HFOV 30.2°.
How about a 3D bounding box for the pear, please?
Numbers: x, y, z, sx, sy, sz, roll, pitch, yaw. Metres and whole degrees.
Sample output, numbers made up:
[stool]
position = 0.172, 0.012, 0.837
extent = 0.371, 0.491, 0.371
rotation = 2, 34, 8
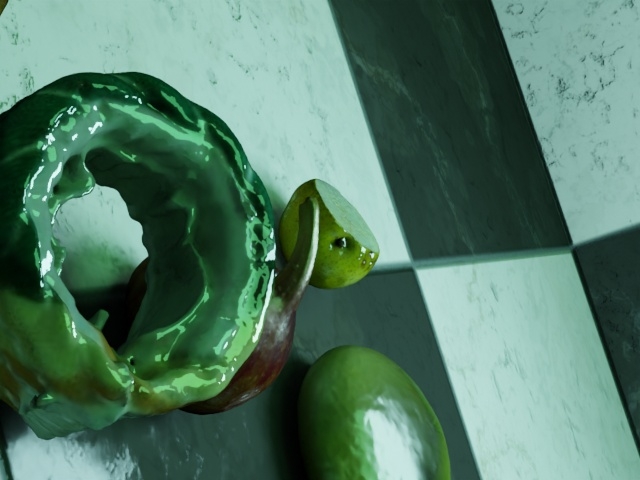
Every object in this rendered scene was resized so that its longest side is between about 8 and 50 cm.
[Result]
[pear]
position = 0.000, 0.000, 1.480
extent = 0.141, 0.104, 0.141
rotation = 46, 11, -12

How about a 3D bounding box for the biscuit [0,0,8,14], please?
[biscuit]
position = -0.271, -0.264, 0.844
extent = 0.166, 0.342, 0.395
rotation = 27, 38, -13

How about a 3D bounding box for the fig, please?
[fig]
position = -0.082, 0.069, 1.133
extent = 0.175, 0.207, 0.175
rotation = 45, 35, -44

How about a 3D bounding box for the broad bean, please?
[broad bean]
position = 0.069, 0.263, 1.401
extent = 0.238, 0.119, 0.291
rotation = -6, 74, -55

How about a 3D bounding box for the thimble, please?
[thimble]
position = -0.175, 0.015, 0.954
extent = 0.254, 0.167, 0.288
rotation = 16, 68, -32
